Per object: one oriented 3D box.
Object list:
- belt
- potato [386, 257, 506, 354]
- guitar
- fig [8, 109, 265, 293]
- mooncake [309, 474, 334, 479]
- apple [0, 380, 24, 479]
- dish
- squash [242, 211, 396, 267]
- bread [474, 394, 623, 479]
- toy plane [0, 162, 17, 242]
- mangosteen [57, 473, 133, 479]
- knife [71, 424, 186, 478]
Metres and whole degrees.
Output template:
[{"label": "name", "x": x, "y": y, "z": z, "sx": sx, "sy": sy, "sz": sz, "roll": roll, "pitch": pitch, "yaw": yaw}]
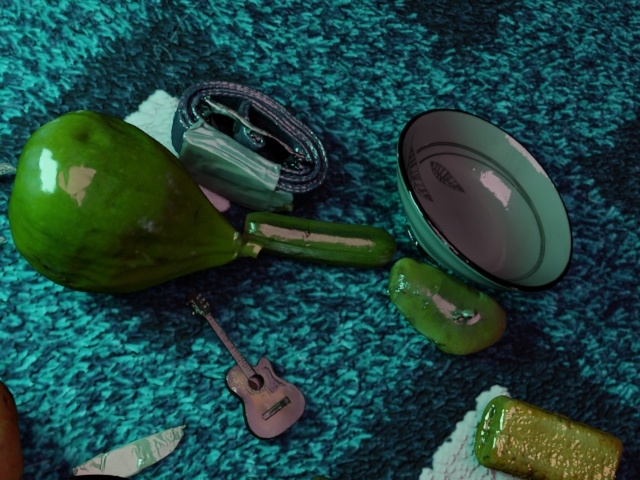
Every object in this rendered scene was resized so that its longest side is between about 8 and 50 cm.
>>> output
[{"label": "belt", "x": -0.101, "y": -0.133, "z": 1.367, "sx": 0.230, "sy": 0.126, "sz": 0.140, "roll": 29, "pitch": 67, "yaw": -6}, {"label": "potato", "x": 0.179, "y": 0.095, "z": 1.397, "sx": 0.188, "sy": 0.085, "sz": 0.105, "roll": 36, "pitch": 73, "yaw": 2}, {"label": "guitar", "x": -0.113, "y": 0.166, "z": 1.328, "sx": 0.088, "sy": 0.025, "sz": 0.233, "roll": -35, "pitch": 84, "yaw": -21}, {"label": "fig", "x": -0.254, "y": -0.018, "z": 1.242, "sx": 0.314, "sy": 0.233, "sz": 0.233, "roll": 42, "pitch": 68, "yaw": -5}, {"label": "mooncake", "x": 0.008, "y": 0.440, "z": 1.128, "sx": 0.187, "sy": 0.324, "sz": 0.324, "roll": 19, "pitch": 70, "yaw": -4}, {"label": "apple", "x": -0.434, "y": 0.243, "z": 1.126, "sx": 0.164, "sy": 0.209, "sz": 0.209, "roll": -2, "pitch": 74, "yaw": -28}, {"label": "dish", "x": 0.220, "y": -0.040, "z": 1.414, "sx": 0.316, "sy": 0.106, "sz": 0.316, "roll": 19, "pitch": 50, "yaw": -23}, {"label": "squash", "x": 0.000, "y": 0.000, "z": 1.389, "sx": 0.229, "sy": 0.066, "sz": 0.066, "roll": 9, "pitch": 72, "yaw": -12}, {"label": "bread", "x": 0.325, "y": 0.298, "z": 1.376, "sx": 0.211, "sy": 0.083, "sz": 0.114, "roll": 22, "pitch": 75, "yaw": -8}, {"label": "toy plane", "x": -0.516, "y": -0.057, "z": 1.269, "sx": 0.226, "sy": 0.058, "sz": 0.226, "roll": -41, "pitch": 84, "yaw": -21}, {"label": "mangosteen", "x": -0.247, "y": 0.394, "z": 1.075, "sx": 0.297, "sy": 0.297, "sz": 0.313, "roll": 37, "pitch": 111, "yaw": -2}, {"label": "knife", "x": -0.303, "y": 0.310, "z": 1.238, "sx": 0.298, "sy": 0.017, "sz": 0.047, "roll": -24, "pitch": 75, "yaw": -20}]
